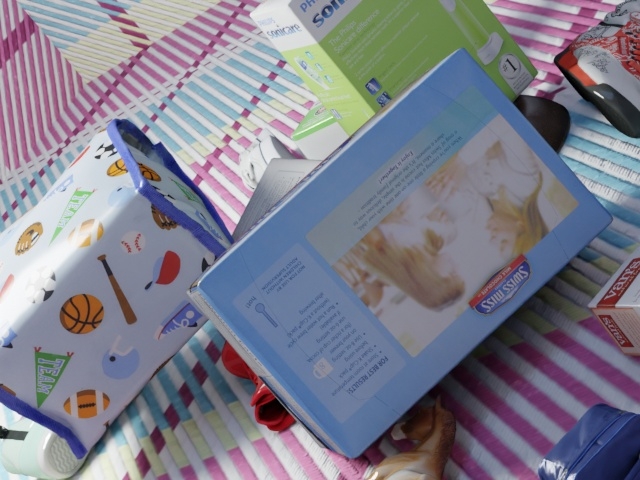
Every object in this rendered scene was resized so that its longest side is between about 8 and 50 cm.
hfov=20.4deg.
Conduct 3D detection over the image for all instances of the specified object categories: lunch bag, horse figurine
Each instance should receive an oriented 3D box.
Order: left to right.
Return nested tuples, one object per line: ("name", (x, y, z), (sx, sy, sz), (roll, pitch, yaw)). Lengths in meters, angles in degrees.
("lunch bag", (-0.285, 0.034, 2.212), (0.328, 0.239, 0.385), (-46, 29, 2))
("horse figurine", (0.058, 0.239, 1.564), (0.174, 0.066, 0.263), (-29, 11, 5))
("lunch bag", (0.223, 0.179, 1.385), (0.098, 0.067, 0.065), (-46, 18, -15))

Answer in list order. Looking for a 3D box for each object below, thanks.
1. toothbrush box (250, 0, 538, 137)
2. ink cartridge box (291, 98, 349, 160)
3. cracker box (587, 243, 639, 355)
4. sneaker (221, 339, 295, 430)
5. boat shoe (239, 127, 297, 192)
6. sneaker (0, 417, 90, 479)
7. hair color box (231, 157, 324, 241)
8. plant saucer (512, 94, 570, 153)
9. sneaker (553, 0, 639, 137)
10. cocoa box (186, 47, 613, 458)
("toothbrush box", (0.091, -0.237, 2.144), (0.206, 0.283, 0.122), (-47, 19, -18))
("ink cartridge box", (0.110, -0.213, 2.478), (0.198, 0.115, 0.273), (-23, 24, 42))
("cracker box", (0.354, 0.024, 1.496), (0.156, 0.067, 0.232), (-47, 18, -23))
("sneaker", (-0.066, 0.150, 2.011), (0.221, 0.087, 0.128), (-18, 27, 52))
("boat shoe", (-0.077, -0.104, 2.659), (0.084, 0.095, 0.258), (-43, 7, 2))
("sneaker", (-0.335, 0.210, 2.377), (0.151, 0.094, 0.256), (-9, 37, 47))
("hair color box", (0.000, 0.000, 2.119), (0.174, 0.105, 0.347), (-63, 19, -6))
("plant saucer", (0.163, -0.082, 2.171), (0.310, 0.050, 0.310), (-36, 17, 13))
("sneaker", (0.357, -0.210, 2.015), (0.145, 0.090, 0.270), (-40, 15, 7))
("cocoa box", (0.069, 0.016, 1.752), (0.347, 0.231, 0.228), (-42, 2, -7))
